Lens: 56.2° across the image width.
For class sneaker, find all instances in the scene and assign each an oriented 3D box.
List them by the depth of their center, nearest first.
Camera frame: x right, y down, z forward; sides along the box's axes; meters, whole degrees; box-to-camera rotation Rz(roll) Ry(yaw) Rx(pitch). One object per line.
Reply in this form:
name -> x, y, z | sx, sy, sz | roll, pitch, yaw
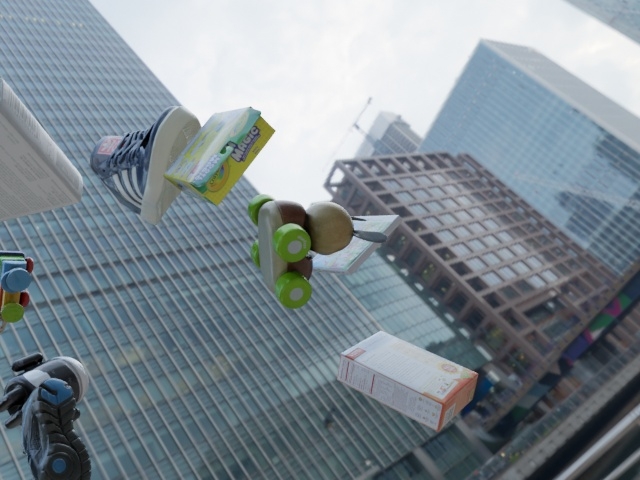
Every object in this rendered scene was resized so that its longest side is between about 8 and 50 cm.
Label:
sneaker -> -0.296, -0.132, 0.965 | 0.131, 0.148, 0.350 | -60, 9, -26
sneaker -> -0.656, 0.519, 1.468 | 0.139, 0.341, 0.125 | -36, -33, 29

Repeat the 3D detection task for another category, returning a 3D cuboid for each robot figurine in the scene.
robot figurine -> -0.848, 0.467, 1.839 | 0.278, 0.173, 0.209 | -30, -56, -65

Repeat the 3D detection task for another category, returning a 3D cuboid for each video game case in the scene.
video game case -> 0.084, 0.008, 1.550 | 0.212, 0.193, 0.023 | -45, -67, -24

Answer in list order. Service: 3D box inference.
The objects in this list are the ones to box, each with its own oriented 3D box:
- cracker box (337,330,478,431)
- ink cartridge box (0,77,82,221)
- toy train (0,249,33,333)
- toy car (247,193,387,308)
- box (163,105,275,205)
cracker box -> 0.171, 0.270, 1.186 | 0.155, 0.232, 0.067 | -16, -59, -51
ink cartridge box -> -0.736, -0.149, 1.210 | 0.385, 0.091, 0.308 | -12, -31, 2
toy train -> -0.740, 0.159, 1.421 | 0.105, 0.143, 0.248 | 4, -77, -37
toy car -> 0.000, 0.000, 0.925 | 0.188, 0.155, 0.149 | -11, -62, -19
box -> -0.114, -0.095, 0.664 | 0.043, 0.179, 0.105 | 40, -98, -22
